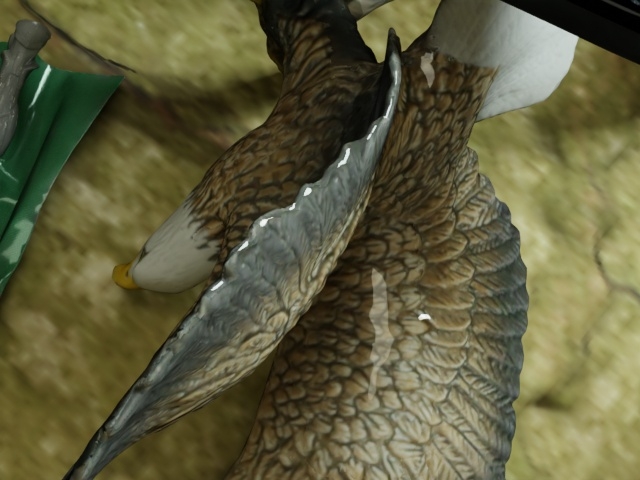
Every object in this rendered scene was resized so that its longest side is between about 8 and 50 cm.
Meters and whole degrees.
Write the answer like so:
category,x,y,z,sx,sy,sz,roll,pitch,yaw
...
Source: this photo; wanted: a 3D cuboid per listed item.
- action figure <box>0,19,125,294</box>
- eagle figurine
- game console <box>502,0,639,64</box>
category,x,y,z,sx,sy,sz,roll,pitch,yaw
action figure,-0.185,0.004,0.733,0.137,0.063,0.232,14,72,0
eagle figurine,-0.006,0.005,0.672,0.226,0.225,0.298,9,55,-19
game console,0.064,-0.142,0.633,0.361,0.044,0.213,27,47,11
